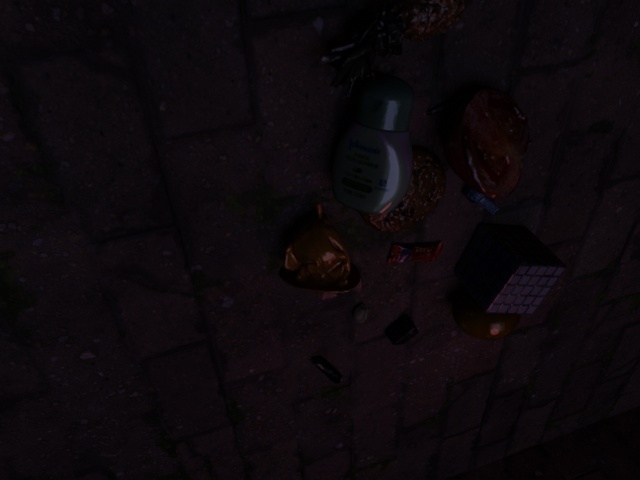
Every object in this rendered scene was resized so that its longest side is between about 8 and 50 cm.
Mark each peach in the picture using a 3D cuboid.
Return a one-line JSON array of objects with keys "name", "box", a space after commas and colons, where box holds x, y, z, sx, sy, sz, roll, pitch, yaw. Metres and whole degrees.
[{"name": "peach", "box": [0.620, 0.272, 1.968, 0.251, 0.251, 0.153, -13, 106, -14]}]

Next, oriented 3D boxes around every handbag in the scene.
[{"name": "handbag", "box": [0.331, 0.360, 2.038, 0.115, 0.072, 0.139, -43, 144, 11]}]

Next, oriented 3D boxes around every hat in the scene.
[{"name": "hat", "box": [0.000, 0.000, 1.517, 0.233, 0.244, 0.233, -13, 117, -24]}]

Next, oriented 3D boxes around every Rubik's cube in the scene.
[{"name": "Rubik's cube", "box": [0.659, 0.102, 1.851, 0.238, 0.237, 0.237, 5, 126, -26]}]

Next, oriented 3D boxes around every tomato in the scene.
[{"name": "tomato", "box": [0.448, -0.271, 1.505, 0.309, 0.170, 0.309, -1, 91, -31]}]

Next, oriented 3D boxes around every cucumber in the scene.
[{"name": "cucumber", "box": [0.027, 0.499, 2.021, 0.053, 0.053, 0.181, -36, 131, 7]}]

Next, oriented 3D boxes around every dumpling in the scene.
[{"name": "dumpling", "box": [0.147, 0.264, 1.876, 0.077, 0.059, 0.043, -44, 139, 12]}]

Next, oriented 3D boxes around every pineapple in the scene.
[{"name": "pineapple", "box": [0.146, -0.481, 1.207, 0.364, 0.165, 0.165, -33, 133, 7]}]

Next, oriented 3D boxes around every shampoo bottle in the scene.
[{"name": "shampoo bottle", "box": [0.148, -0.254, 1.371, 0.151, 0.222, 0.349, -24, 132, -51]}]

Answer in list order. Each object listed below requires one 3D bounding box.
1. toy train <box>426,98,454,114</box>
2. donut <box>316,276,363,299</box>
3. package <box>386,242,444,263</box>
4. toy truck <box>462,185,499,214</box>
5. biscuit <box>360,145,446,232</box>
[{"name": "toy train", "box": [0.337, -0.372, 1.472, 0.083, 0.017, 0.017, -26, 132, -2]}, {"name": "donut", "box": [0.062, 0.130, 1.726, 0.166, 0.065, 0.117, -10, 131, -18]}, {"name": "package", "box": [0.326, 0.043, 1.799, 0.200, 0.022, 0.083, -2, 126, -21]}, {"name": "toy truck", "box": [0.526, -0.136, 1.707, 0.136, 0.074, 0.063, 27, 113, -38]}, {"name": "biscuit", "box": [0.250, -0.142, 1.582, 0.296, 0.075, 0.296, -12, 131, -15]}]
